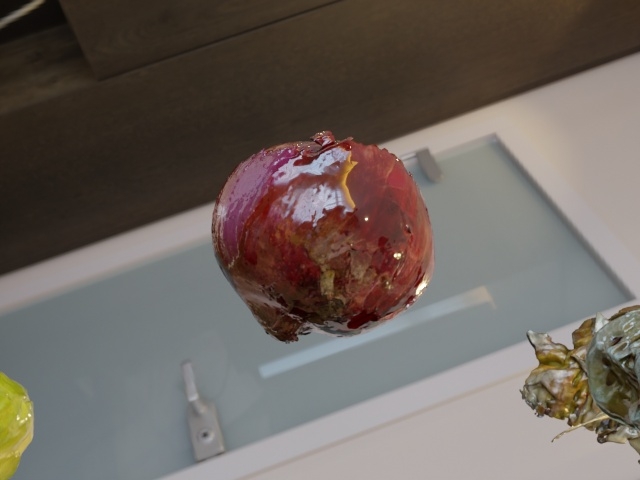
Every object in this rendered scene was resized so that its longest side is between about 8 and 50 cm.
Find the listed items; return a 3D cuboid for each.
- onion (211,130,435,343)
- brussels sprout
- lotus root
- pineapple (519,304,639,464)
[{"bbox_3d":[0.000,0.000,0.904,0.276,0.276,0.276,160,-90,-86],"label":"onion"},{"bbox_3d":[-0.385,0.200,0.820,0.118,0.155,0.155,30,-16,13],"label":"brussels sprout"},{"bbox_3d":[0.256,0.098,0.473,0.113,0.192,0.088,-170,-83,-72],"label":"lotus root"},{"bbox_3d":[0.362,0.150,0.772,0.161,0.335,0.158,-65,-162,11],"label":"pineapple"}]
